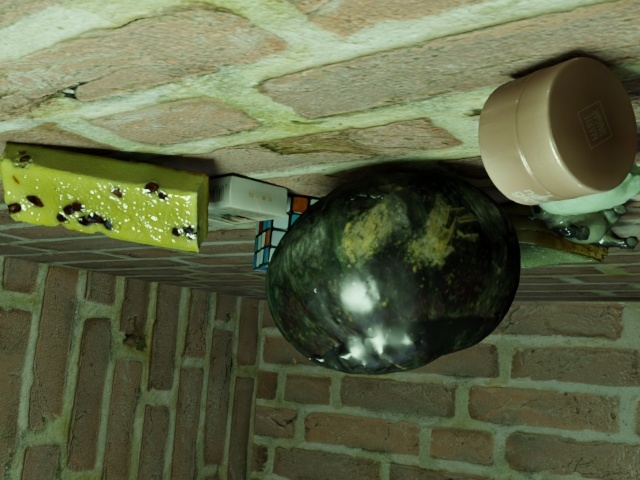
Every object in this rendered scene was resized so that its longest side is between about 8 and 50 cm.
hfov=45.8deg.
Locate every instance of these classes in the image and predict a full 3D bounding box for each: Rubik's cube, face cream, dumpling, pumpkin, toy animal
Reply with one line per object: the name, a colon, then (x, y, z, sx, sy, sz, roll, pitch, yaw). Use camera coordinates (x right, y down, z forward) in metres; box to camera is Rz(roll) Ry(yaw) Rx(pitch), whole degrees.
Rubik's cube: (-0.053, -0.008, 1.632, 0.155, 0.154, 0.151, 8, 170, -18)
face cream: (0.265, -0.119, 0.850, 0.149, 0.149, 0.104, 10, 169, -31)
dumpling: (0.356, -0.110, 1.088, 0.104, 0.149, 0.216, -33, -169, -19)
pumpkin: (0.125, 0.053, 1.349, 0.454, 0.344, 0.454, -14, 176, -1)
toy animal: (0.487, -0.043, 1.427, 0.225, 0.094, 0.121, 8, 179, -32)

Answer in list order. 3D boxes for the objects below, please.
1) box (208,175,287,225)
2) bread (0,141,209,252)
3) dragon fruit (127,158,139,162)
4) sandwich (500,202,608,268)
box: (-0.199, -0.077, 1.542, 0.233, 0.067, 0.149, -5, 167, 45)
bread: (-0.379, -0.074, 1.327, 0.361, 0.077, 0.138, 9, 128, 3)
dragon fruit: (-0.343, -0.104, 1.402, 0.162, 0.083, 0.106, 40, 134, -17)
sandwich: (0.434, -0.008, 1.627, 0.248, 0.095, 0.273, 12, 169, -22)
